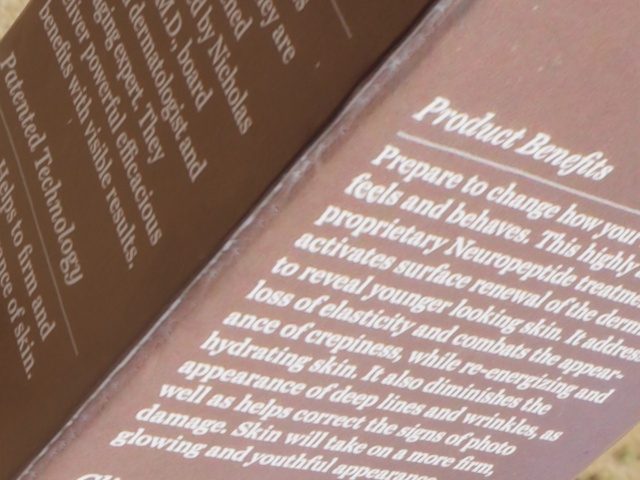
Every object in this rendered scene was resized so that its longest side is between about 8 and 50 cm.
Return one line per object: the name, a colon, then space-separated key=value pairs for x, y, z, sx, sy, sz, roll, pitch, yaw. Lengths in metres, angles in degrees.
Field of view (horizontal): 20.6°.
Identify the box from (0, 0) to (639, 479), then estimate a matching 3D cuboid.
box: x=0.000 y=0.000 z=0.518 sx=0.191 sy=0.143 sz=0.381 roll=16 pitch=130 yaw=-42
